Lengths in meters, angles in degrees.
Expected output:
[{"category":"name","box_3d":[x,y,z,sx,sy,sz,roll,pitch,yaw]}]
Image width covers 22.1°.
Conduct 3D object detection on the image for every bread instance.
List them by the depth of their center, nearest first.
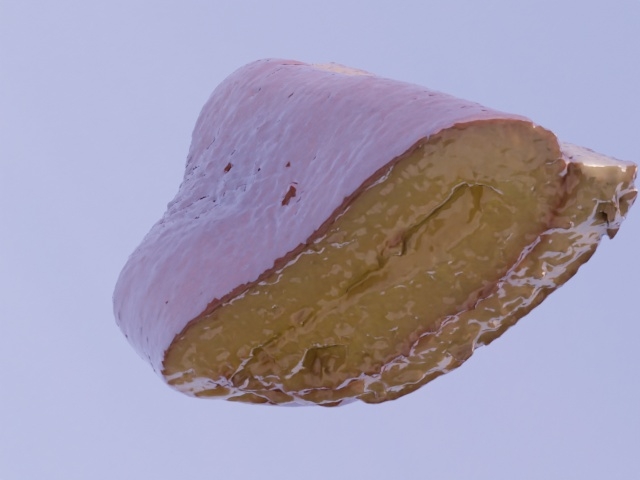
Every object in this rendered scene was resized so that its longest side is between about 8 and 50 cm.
[{"category":"bread","box_3d":[0.001,0.000,0.474,0.067,0.192,0.119,41,-93,-23]}]
